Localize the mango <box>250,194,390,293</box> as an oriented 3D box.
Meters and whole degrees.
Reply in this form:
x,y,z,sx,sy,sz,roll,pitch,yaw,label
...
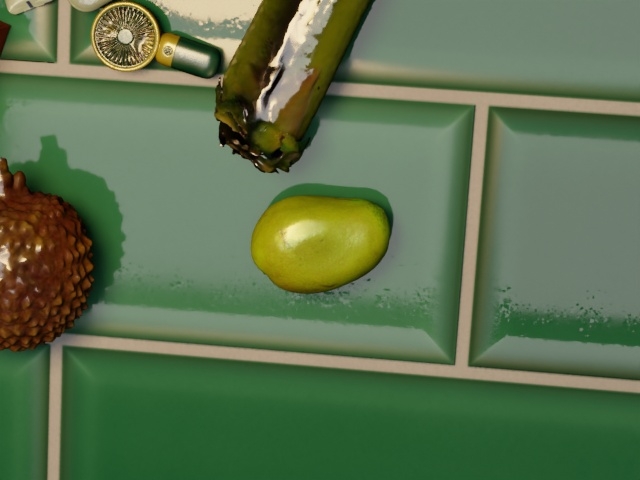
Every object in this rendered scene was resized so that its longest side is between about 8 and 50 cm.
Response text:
x,y,z,sx,sy,sz,roll,pitch,yaw,label
-0.001,0.006,1.797,0.163,0.089,0.117,4,102,4,mango

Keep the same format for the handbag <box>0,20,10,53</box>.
x,y,z,sx,sy,sz,roll,pitch,yaw,label
-0.430,-0.168,1.784,0.063,0.127,0.190,22,104,0,handbag

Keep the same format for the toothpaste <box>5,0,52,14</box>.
x,y,z,sx,sy,sz,roll,pitch,yaw,label
-0.378,-0.382,1.781,0.062,0.039,0.239,-18,101,13,toothpaste

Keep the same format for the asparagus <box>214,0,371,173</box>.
x,y,z,sx,sy,sz,roll,pitch,yaw,label
-0.008,-0.263,1.733,0.128,0.108,0.382,34,104,31,asparagus

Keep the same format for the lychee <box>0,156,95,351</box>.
x,y,z,sx,sy,sz,roll,pitch,yaw,label
-0.363,0.019,1.786,0.200,0.200,0.238,3,114,5,lychee

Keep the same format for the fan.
x,y,z,sx,sy,sz,roll,pitch,yaw,label
-0.191,-0.227,1.794,0.155,0.039,0.082,20,102,0,fan

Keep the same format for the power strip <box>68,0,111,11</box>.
x,y,z,sx,sy,sz,roll,pitch,yaw,label
-0.210,-0.400,1.751,0.265,0.059,0.193,-28,98,11,power strip
